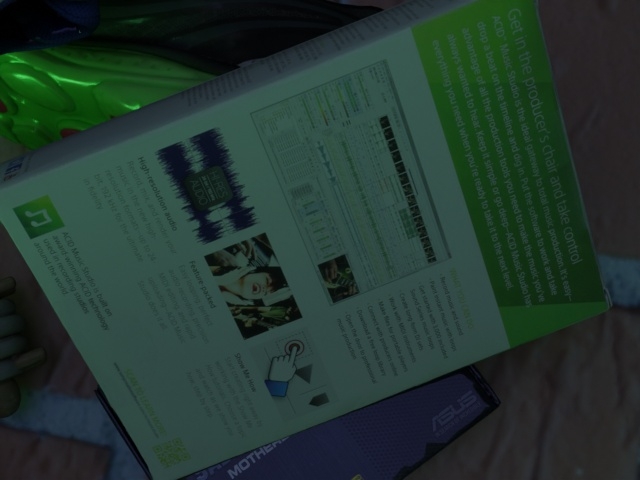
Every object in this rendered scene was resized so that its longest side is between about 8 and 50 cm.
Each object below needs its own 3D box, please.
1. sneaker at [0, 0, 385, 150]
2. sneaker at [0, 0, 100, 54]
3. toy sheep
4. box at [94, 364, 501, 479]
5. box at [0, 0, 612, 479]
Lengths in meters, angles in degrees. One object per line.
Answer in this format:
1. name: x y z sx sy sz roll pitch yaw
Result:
1. sneaker: -0.161 -0.172 0.715 0.483 0.185 0.202 26 63 9
2. sneaker: -0.176 -0.184 0.578 0.131 0.112 0.296 37 66 -9
3. toy sheep: -0.261 0.072 0.706 0.091 0.091 0.132 -26 84 1
4. box: -0.017 0.113 0.685 0.233 0.059 0.183 -36 78 -2
5. box: 0.000 0.000 0.581 0.322 0.058 0.232 -21 118 2
